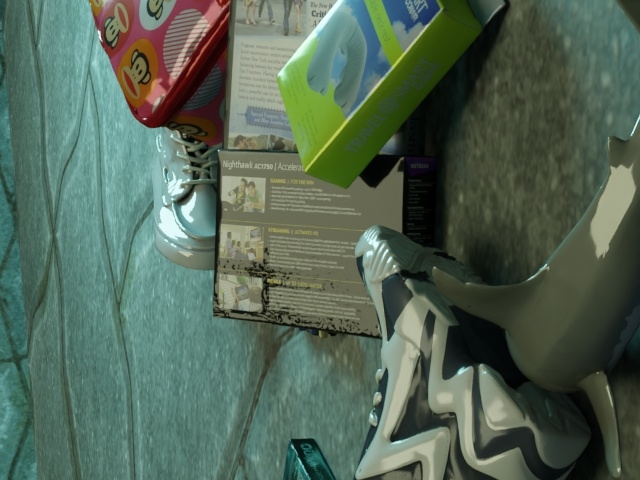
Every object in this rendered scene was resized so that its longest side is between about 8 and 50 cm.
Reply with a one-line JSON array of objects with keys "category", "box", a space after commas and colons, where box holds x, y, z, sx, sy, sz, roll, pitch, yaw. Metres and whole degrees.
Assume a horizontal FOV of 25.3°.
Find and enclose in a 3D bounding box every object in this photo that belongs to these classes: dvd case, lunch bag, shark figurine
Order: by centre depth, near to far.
[{"category": "shark figurine", "box": [0.117, -0.002, 0.703, 0.166, 0.116, 0.278, -82, 2, -48]}, {"category": "dvd case", "box": [-0.002, -0.102, 1.103, 0.180, 0.022, 0.253, 11, 103, 36]}, {"category": "lunch bag", "box": [-0.104, -0.262, 1.346, 0.258, 0.120, 0.293, -51, 44, 28]}]

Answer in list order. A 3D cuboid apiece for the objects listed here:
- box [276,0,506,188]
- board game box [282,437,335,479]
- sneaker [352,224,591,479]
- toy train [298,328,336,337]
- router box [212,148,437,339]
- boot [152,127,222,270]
[{"category": "box", "box": [0.043, -0.134, 0.985, 0.178, 0.042, 0.109, -49, 39, 29]}, {"category": "board game box", "box": [-0.013, 0.287, 1.263, 0.126, 0.026, 0.186, -125, 39, -59]}, {"category": "sneaker", "box": [0.057, 0.104, 0.893, 0.153, 0.094, 0.235, -56, 45, 19]}, {"category": "toy train", "box": [-0.018, 0.060, 1.267, 0.158, 0.036, 0.027, -158, 69, -70]}, {"category": "router box", "box": [0.000, 0.000, 1.067, 0.179, 0.046, 0.133, 5, 95, 37]}, {"category": "boot", "box": [-0.141, -0.073, 1.537, 0.258, 0.095, 0.123, -122, 30, -59]}]
